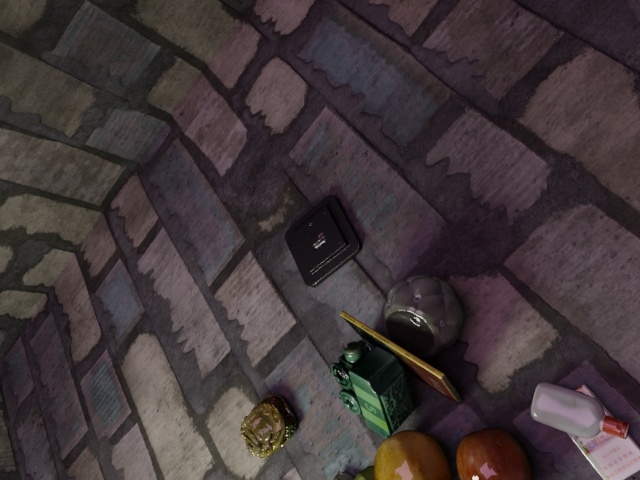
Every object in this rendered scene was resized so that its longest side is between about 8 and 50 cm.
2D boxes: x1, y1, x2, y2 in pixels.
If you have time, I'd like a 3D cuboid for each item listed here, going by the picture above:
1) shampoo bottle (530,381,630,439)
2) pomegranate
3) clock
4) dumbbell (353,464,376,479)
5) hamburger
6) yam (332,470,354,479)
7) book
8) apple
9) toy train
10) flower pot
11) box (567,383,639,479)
[{"bbox_3d":[0.659,0.443,1.294,0.221,0.051,0.108,12,81,39],"label":"shampoo bottle"},{"bbox_3d":[0.268,0.667,1.465,0.233,0.233,0.233,-10,73,34],"label":"pomegranate"},{"bbox_3d":[0.000,0.000,1.929,0.279,0.049,0.273,-40,58,21],"label":"clock"},{"bbox_3d":[0.223,0.823,1.523,0.302,0.121,0.108,40,132,36],"label":"dumbbell"},{"bbox_3d":[-0.187,0.681,1.864,0.206,0.130,0.183,-44,57,-3],"label":"hamburger"},{"bbox_3d":[0.007,0.936,1.673,0.083,0.083,0.372,30,97,37],"label":"yam"},{"bbox_3d":[0.243,0.352,1.537,0.374,0.262,0.028,28,74,38],"label":"book"},{"bbox_3d":[0.460,0.601,1.358,0.188,0.188,0.174,-33,50,25],"label":"apple"},{"bbox_3d":[0.164,0.449,1.569,0.167,0.299,0.238,-36,35,-28],"label":"toy train"},{"bbox_3d":[0.309,0.222,1.530,0.246,0.195,0.246,21,131,27],"label":"flower pot"},{"bbox_3d":[0.709,0.495,1.299,0.122,0.032,0.220,-45,56,18],"label":"box"}]
